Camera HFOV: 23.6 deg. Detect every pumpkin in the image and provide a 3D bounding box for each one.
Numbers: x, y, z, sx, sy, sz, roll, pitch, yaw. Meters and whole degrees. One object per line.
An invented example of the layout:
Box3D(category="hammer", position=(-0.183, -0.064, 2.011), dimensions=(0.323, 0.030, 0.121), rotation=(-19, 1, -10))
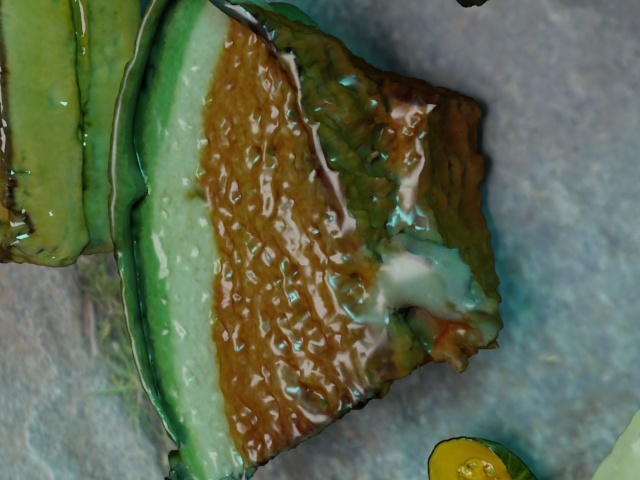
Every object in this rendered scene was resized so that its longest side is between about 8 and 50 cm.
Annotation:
Box3D(category="pumpkin", position=(0.095, 0.133, 0.801), dimensions=(0.083, 0.028, 0.050), rotation=(51, 128, 7))

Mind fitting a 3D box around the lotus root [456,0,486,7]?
Box3D(category="lotus root", position=(0.082, -0.280, 0.584), dimensions=(0.250, 0.250, 0.346), rotation=(-19, 91, 40))

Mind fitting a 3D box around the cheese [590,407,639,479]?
Box3D(category="cheese", position=(0.213, 0.220, 0.665), dimensions=(0.265, 0.124, 0.242), rotation=(39, 125, 25))

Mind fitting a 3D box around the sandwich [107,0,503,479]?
Box3D(category="sandwich", position=(-0.010, -0.009, 0.809), dimensions=(0.212, 0.109, 0.292), rotation=(-14, 94, 33))

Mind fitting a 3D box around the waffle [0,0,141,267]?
Box3D(category="waffle", position=(-0.229, -0.106, 0.938), dimensions=(0.328, 0.098, 0.224), rotation=(9, 102, 52))
